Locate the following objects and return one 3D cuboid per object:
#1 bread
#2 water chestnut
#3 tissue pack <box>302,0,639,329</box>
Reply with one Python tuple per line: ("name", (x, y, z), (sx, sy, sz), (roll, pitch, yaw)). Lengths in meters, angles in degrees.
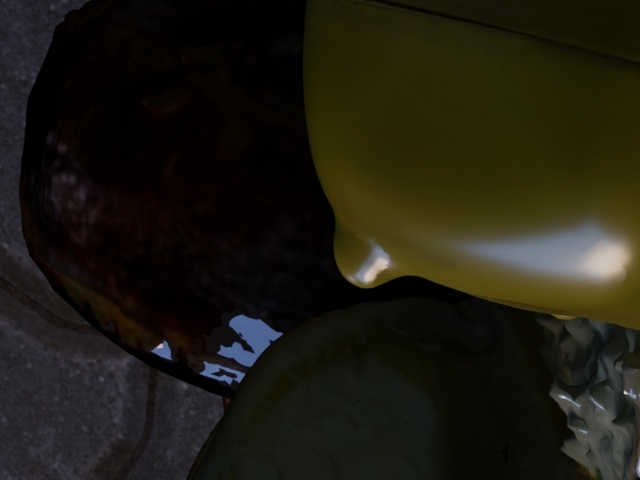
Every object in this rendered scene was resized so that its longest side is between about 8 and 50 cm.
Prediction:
("bread", (0.094, 0.089, 0.637), (0.333, 0.333, 0.160), (14, -138, -37))
("water chestnut", (0.000, 0.000, 0.839), (0.350, 0.302, 0.350), (19, -172, -3))
("tissue pack", (0.080, -0.036, 0.404), (0.123, 0.127, 0.178), (16, -176, 35))
